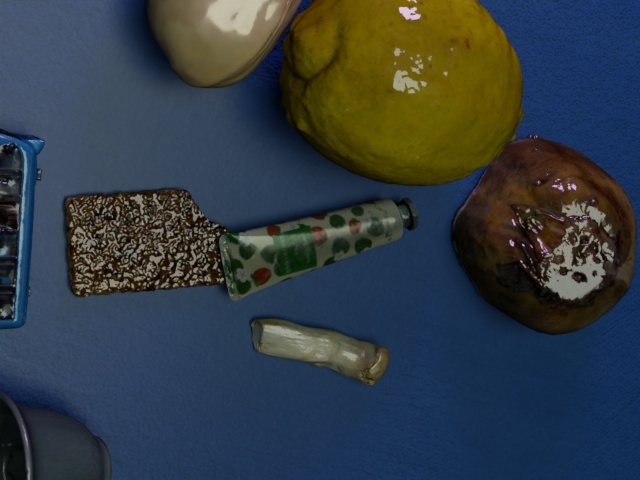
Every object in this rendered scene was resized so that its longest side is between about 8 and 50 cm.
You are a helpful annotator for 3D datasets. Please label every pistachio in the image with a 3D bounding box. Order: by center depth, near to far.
[{"bbox_3d":[-0.093,-0.321,1.607,0.187,0.187,0.299,30,90,-23],"label":"pistachio"}]

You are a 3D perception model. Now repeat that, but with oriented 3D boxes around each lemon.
[{"bbox_3d":[0.107,-0.201,1.661,0.316,0.285,0.285,-6,101,-11],"label":"lemon"}]

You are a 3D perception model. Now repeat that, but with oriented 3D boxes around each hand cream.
[{"bbox_3d":[0.000,0.000,1.759,0.276,0.059,0.095,-17,111,-19],"label":"hand cream"}]

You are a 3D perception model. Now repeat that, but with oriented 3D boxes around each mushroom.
[{"bbox_3d":[0.000,0.146,1.791,0.202,0.054,0.059,18,93,-19],"label":"mushroom"}]

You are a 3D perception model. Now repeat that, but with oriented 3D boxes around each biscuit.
[{"bbox_3d":[-0.204,0.000,1.699,0.237,0.026,0.131,-5,102,-20],"label":"biscuit"}]

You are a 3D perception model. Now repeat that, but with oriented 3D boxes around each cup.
[{"bbox_3d":[-0.338,0.280,1.624,0.150,0.199,0.199,4,97,-41],"label":"cup"}]

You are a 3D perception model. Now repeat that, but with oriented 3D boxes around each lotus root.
[{"bbox_3d":[0.325,-0.003,1.835,0.272,0.192,0.272,-3,101,-14],"label":"lotus root"}]

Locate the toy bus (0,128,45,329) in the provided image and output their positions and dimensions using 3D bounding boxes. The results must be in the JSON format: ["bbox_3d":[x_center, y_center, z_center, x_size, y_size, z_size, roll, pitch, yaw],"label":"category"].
[{"bbox_3d":[-0.404,-0.020,1.569,0.134,0.113,0.246,2,99,-26],"label":"toy bus"}]
